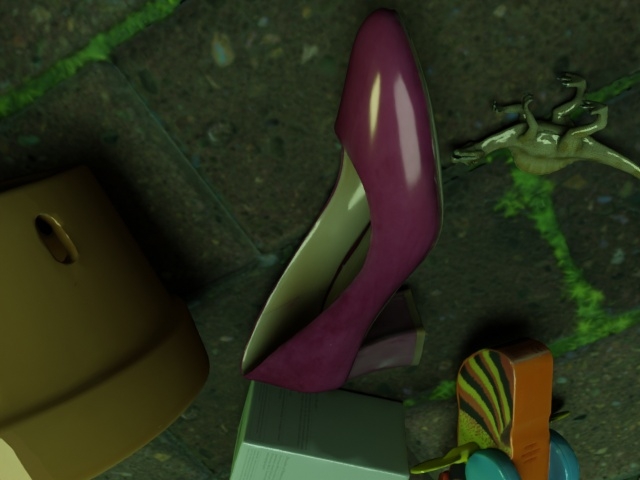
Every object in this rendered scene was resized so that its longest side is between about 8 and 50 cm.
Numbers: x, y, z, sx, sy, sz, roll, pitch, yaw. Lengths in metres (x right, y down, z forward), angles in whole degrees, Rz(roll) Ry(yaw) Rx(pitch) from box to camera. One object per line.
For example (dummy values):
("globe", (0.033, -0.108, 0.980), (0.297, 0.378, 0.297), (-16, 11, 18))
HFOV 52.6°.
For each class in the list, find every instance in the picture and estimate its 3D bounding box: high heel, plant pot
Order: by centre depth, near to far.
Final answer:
("plant pot", (-0.261, 0.060, 0.534), (0.291, 0.291, 0.203), (-12, 106, 10))
("high heel", (0.000, 0.000, 0.551), (0.182, 0.127, 0.377), (-8, 126, -5))

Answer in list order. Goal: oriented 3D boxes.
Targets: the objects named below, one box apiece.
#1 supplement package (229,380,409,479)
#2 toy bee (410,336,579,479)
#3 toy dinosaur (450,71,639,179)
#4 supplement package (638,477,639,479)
("supplement package", (-0.003, 0.234, 0.721), (0.180, 0.105, 0.105), (13, 122, -5))
("toy bee", (0.177, 0.246, 0.696), (0.195, 0.162, 0.298), (13, 86, -27))
("toy dinosaur", (0.206, -0.088, 0.549), (0.183, 0.053, 0.092), (8, 138, 6))
("supplement package", (0.468, 0.425, 0.766), (0.150, 0.203, 0.194), (-1, 123, 2))
